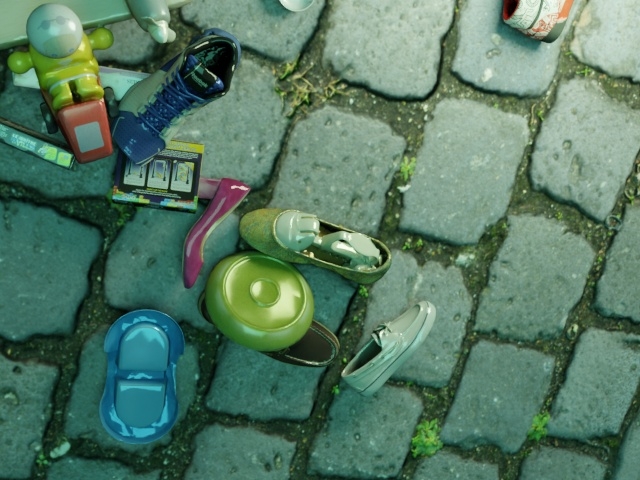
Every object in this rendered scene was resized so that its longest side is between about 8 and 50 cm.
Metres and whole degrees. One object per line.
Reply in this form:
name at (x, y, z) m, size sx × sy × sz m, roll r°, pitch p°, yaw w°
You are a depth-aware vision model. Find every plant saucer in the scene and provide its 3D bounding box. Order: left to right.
plant saucer at (-0.122, 0.115, 1.668) m, size 0.240 × 0.037 × 0.241 m, roll 10°, pitch 55°, yaw -15°

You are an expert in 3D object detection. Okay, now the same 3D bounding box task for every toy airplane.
toy airplane at (-0.451, -0.370, 1.338) m, size 0.384 × 0.272 × 0.386 m, roll 30°, pitch 89°, yaw -20°

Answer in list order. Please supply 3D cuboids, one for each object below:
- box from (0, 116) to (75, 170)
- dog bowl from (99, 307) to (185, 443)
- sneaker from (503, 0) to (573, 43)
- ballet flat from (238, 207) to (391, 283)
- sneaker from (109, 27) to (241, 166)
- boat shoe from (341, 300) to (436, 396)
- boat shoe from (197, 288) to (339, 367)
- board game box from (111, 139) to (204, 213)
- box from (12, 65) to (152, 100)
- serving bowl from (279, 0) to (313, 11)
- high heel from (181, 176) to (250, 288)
box at (-0.575, -0.197, 1.531) m, size 0.207 × 0.114 × 0.036 m, roll 23°, pitch 95°, yaw -17°
dog bowl at (-0.383, 0.283, 1.697) m, size 0.165 × 0.074 × 0.297 m, roll 4°, pitch 99°, yaw -15°
sneaker at (0.494, -0.583, 1.737) m, size 0.145 × 0.090 × 0.270 m, roll 15°, pitch 100°, yaw -19°
ballet flat at (0.000, 0.000, 1.710) m, size 0.348 × 0.123 × 0.123 m, roll 21°, pitch 95°, yaw -18°
sneaker at (-0.268, -0.284, 1.487) m, size 0.315 × 0.182 × 0.127 m, roll -46°, pitch 107°, yaw -2°
boat shoe at (0.153, 0.234, 1.818) m, size 0.088 × 0.096 × 0.267 m, roll 39°, pitch 98°, yaw -23°
boat shoe at (-0.104, 0.202, 1.725) m, size 0.342 × 0.123 × 0.123 m, roll 28°, pitch 93°, yaw -18°
board game box at (-0.329, -0.136, 1.612) m, size 0.170 × 0.048 × 0.141 m, roll 8°, pitch 79°, yaw -10°
box at (-0.435, -0.313, 1.568) m, size 0.323 × 0.067 × 0.063 m, roll 6°, pitch 100°, yaw -16°
serving bowl at (-0.052, -0.517, 1.644) m, size 0.083 × 0.027 × 0.083 m, roll -3°, pitch 101°, yaw -13°
high heel at (-0.224, -0.012, 1.675) m, size 0.117 × 0.082 × 0.244 m, roll 10°, pitch 85°, yaw -5°
